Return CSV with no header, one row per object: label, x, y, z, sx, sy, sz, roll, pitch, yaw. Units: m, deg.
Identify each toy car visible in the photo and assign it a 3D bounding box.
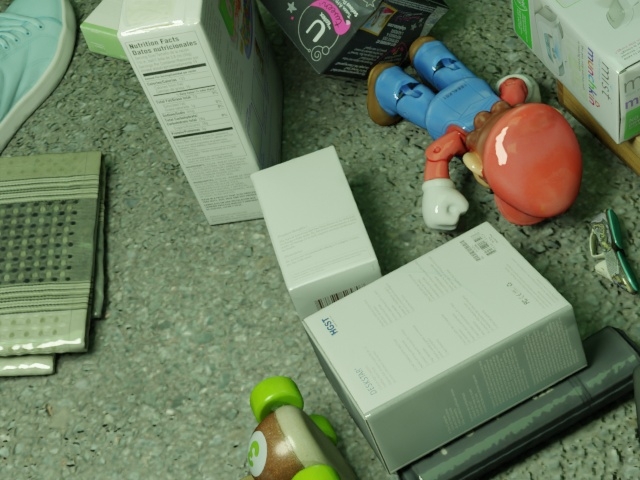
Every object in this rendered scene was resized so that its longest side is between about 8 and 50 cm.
toy car,-0.062,0.258,1.131,0.188,0.149,0.155,-34,40,3

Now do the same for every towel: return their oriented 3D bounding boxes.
towel,-0.422,0.028,1.421,0.324,0.056,0.312,-5,53,3

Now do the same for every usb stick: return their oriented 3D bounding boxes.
usb stick,0.204,0.176,1.172,0.278,0.045,0.077,-28,51,-6

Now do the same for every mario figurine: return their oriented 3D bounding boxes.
mario figurine,0.187,-0.110,1.368,0.198,0.170,0.320,-59,42,15

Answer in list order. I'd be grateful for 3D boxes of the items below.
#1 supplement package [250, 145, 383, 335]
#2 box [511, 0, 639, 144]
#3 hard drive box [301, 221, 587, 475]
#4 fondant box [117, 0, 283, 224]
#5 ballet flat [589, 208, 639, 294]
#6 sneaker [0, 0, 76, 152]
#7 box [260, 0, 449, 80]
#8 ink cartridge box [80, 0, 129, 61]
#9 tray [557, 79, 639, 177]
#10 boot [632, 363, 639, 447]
supplement package,0.000,0.000,1.317,0.105,0.105,0.179,-19,52,1
box,0.385,-0.273,1.315,0.262,0.126,0.231,-28,53,-7
hard drive box,0.123,0.104,1.190,0.232,0.089,0.181,-27,36,-6
fondant box,-0.129,-0.212,1.365,0.096,0.330,0.238,-7,52,9
ballet flat,0.319,0.018,1.269,0.041,0.041,0.114,-11,52,6
sneaker,-0.456,-0.244,1.588,0.135,0.150,0.366,9,57,19
box,0.013,-0.335,1.469,0.142,0.163,0.247,-47,67,26
ink cartridge box,-0.210,-0.350,1.664,0.171,0.056,0.235,17,57,25
tray,0.510,-0.227,1.375,0.411,0.076,0.203,-32,53,-8
boot,0.285,0.287,0.913,0.146,0.367,0.445,-30,39,50
